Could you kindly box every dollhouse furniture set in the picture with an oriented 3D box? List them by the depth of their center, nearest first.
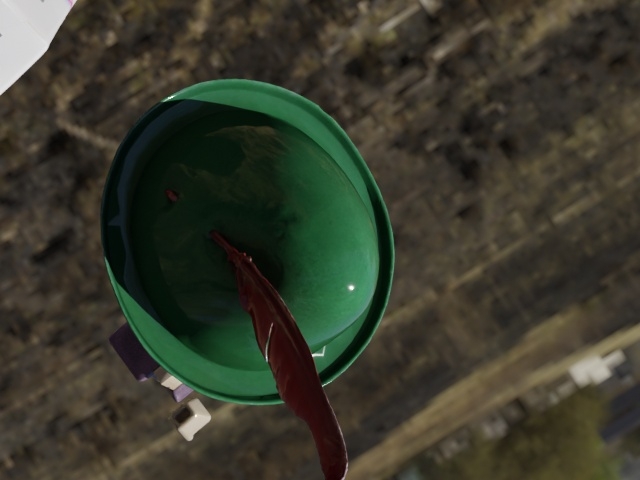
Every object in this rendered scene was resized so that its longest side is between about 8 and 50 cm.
[{"bbox_3d":[-0.070,0.075,1.190,0.114,0.091,0.081,-40,159,2],"label":"dollhouse furniture set"}]

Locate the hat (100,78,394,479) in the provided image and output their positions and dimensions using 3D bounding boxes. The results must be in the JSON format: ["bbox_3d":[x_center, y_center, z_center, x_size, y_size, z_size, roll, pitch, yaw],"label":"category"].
[{"bbox_3d":[0.000,0.000,0.848,0.173,0.209,0.183,-21,-179,-25],"label":"hat"}]

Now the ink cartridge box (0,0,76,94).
[{"bbox_3d":[-0.286,-0.138,1.186,0.207,0.119,0.353,-39,-165,14],"label":"ink cartridge box"}]
